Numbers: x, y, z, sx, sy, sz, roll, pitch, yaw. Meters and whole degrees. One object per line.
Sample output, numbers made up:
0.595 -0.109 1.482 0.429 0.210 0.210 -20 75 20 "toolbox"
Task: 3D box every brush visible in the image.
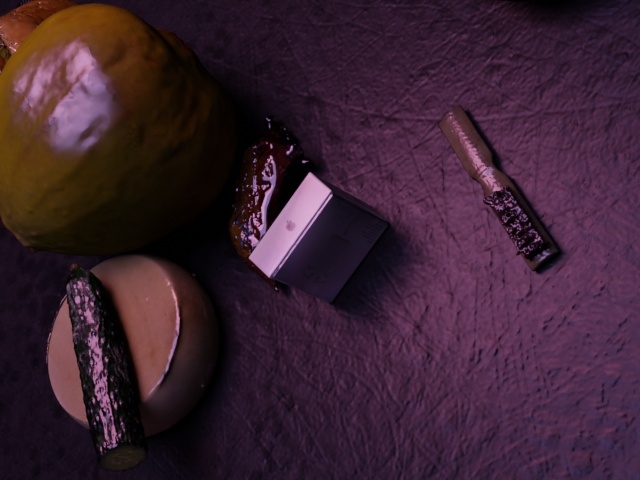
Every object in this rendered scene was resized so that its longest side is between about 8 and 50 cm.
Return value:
0.203 -0.069 1.665 0.043 0.036 0.248 -38 55 15 "brush"

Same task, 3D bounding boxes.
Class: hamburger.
-0.411 -0.291 2.070 0.131 0.262 0.124 46 112 -7 "hamburger"

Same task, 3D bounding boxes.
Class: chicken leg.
-0.070 -0.051 1.844 0.105 0.063 0.234 4 78 42 "chicken leg"

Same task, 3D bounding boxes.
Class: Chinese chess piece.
-0.250 0.141 1.884 0.250 0.097 0.251 -13 65 32 "Chinese chess piece"

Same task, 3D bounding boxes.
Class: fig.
-0.292 -0.137 1.869 0.343 0.343 0.343 -13 66 32 "fig"

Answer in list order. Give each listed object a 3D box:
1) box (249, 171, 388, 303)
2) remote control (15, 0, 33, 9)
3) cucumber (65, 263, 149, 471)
0.000 0.000 1.727 0.129 0.130 0.051 -54 51 8 "box"
-0.462 -0.400 2.291 0.091 0.016 0.034 -45 37 15 "remote control"
-0.278 0.153 1.796 0.067 0.067 0.294 -34 55 23 "cucumber"
